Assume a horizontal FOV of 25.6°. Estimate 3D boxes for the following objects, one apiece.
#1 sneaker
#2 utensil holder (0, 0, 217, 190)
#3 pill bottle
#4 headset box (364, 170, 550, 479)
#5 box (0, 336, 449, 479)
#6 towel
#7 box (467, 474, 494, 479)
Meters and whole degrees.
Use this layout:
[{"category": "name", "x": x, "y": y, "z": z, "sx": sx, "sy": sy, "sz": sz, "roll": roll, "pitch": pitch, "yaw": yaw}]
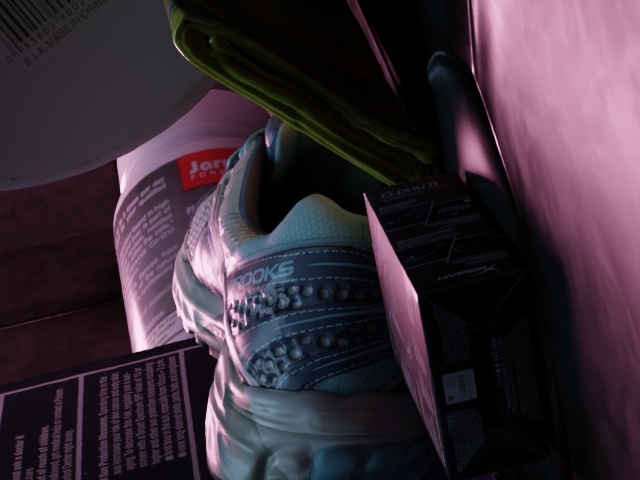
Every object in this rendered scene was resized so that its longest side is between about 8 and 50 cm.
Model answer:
[{"category": "sneaker", "x": 0.000, "y": 0.000, "z": 0.606, "sx": 0.283, "sy": 0.110, "sz": 0.122, "roll": -121, "pitch": 36, "yaw": -70}, {"category": "utensil holder", "x": -0.194, "y": -0.225, "z": 0.811, "sx": 0.385, "sy": 0.328, "sz": 0.327, "roll": -120, "pitch": 16, "yaw": -70}, {"category": "pill bottle", "x": -0.071, "y": 0.025, "z": 1.069, "sx": 0.161, "sy": 0.161, "sz": 0.283, "roll": 81, "pitch": 174, "yaw": -48}, {"category": "headset box", "x": 0.038, "y": 0.021, "z": 0.418, "sx": 0.083, "sy": 0.032, "sz": 0.062, "roll": -110, "pitch": 8, "yaw": -66}, {"category": "box", "x": -0.074, "y": 0.190, "z": 0.704, "sx": 0.296, "sy": 0.294, "sz": 0.182, "roll": -111, "pitch": 9, "yaw": -67}, {"category": "towel", "x": -0.023, "y": -0.103, "z": 0.543, "sx": 0.102, "sy": 0.021, "sz": 0.237, "roll": 31, "pitch": -159, "yaw": -27}, {"category": "box", "x": 0.001, "y": 0.249, "z": 0.508, "sx": 0.057, "sy": 0.201, "sz": 0.293, "roll": -128, "pitch": 25, "yaw": -83}]
